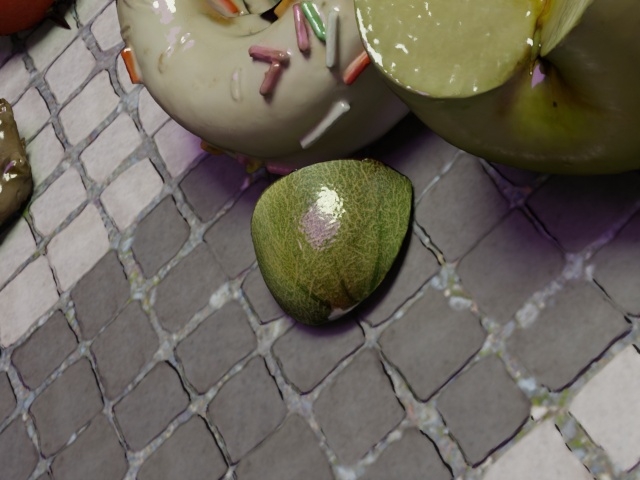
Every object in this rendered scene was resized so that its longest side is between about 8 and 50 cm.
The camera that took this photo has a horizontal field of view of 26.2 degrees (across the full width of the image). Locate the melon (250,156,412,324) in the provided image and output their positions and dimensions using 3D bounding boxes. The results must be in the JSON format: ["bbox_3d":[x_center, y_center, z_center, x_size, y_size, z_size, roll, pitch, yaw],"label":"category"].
[{"bbox_3d":[0.000,0.000,1.157,0.160,0.079,0.128,-30,46,22],"label":"melon"}]

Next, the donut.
[{"bbox_3d":[-0.039,-0.245,1.218,0.383,0.142,0.382,-1,89,40],"label":"donut"}]

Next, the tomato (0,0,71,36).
[{"bbox_3d":[-0.401,-0.366,1.642,0.256,0.224,0.256,-17,63,37],"label":"tomato"}]

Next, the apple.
[{"bbox_3d":[0.193,-0.181,0.998,0.295,0.233,0.258,-9,48,40],"label":"apple"}]

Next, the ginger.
[{"bbox_3d":[-0.382,-0.023,1.515,0.122,0.084,0.290,-19,53,59],"label":"ginger"}]
